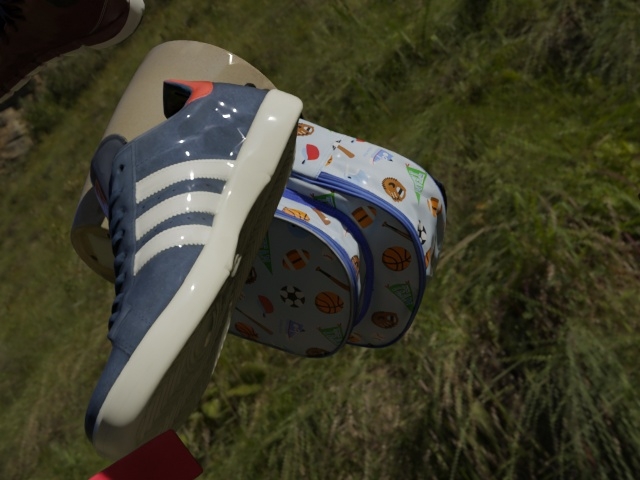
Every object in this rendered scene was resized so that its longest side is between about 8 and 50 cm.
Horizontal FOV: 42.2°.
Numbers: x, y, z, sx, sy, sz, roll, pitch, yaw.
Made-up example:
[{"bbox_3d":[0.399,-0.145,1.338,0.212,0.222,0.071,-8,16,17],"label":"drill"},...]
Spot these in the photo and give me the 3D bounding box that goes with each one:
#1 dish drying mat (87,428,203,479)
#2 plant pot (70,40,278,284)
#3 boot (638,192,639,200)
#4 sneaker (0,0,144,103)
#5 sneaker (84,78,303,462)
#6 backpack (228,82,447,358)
[{"bbox_3d":[-0.094,0.127,0.438,0.008,0.032,0.083,-44,-10,23],"label":"dish drying mat"},{"bbox_3d":[-0.197,-0.075,1.083,0.274,0.256,0.256,-60,-2,-34],"label":"plant pot"},{"bbox_3d":[0.554,-0.059,1.273,0.087,0.118,0.042,-45,-7,-31],"label":"boot"},{"bbox_3d":[-0.335,-0.237,0.852,0.281,0.106,0.162,-28,-19,1],"label":"sneaker"},{"bbox_3d":[-0.130,0.002,0.650,0.131,0.148,0.350,103,-175,-49],"label":"sneaker"},{"bbox_3d":[0.000,0.000,0.918,0.213,0.263,0.277,-68,-15,-44],"label":"backpack"}]
